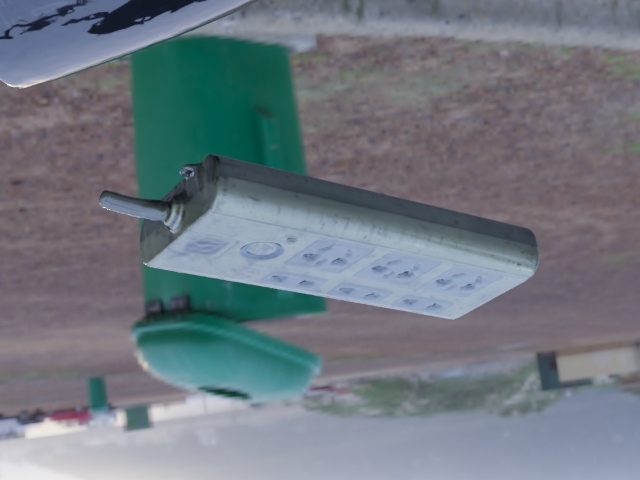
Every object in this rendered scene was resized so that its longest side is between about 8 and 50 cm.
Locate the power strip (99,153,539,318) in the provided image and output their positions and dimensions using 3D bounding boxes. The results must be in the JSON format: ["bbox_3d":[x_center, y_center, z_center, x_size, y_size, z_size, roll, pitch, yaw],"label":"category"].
[{"bbox_3d":[0.000,0.000,0.699,0.268,0.034,0.092,12,151,-32],"label":"power strip"}]

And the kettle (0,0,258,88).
[{"bbox_3d":[-0.070,-0.247,0.634,0.290,0.268,0.207,-17,-164,6],"label":"kettle"}]
